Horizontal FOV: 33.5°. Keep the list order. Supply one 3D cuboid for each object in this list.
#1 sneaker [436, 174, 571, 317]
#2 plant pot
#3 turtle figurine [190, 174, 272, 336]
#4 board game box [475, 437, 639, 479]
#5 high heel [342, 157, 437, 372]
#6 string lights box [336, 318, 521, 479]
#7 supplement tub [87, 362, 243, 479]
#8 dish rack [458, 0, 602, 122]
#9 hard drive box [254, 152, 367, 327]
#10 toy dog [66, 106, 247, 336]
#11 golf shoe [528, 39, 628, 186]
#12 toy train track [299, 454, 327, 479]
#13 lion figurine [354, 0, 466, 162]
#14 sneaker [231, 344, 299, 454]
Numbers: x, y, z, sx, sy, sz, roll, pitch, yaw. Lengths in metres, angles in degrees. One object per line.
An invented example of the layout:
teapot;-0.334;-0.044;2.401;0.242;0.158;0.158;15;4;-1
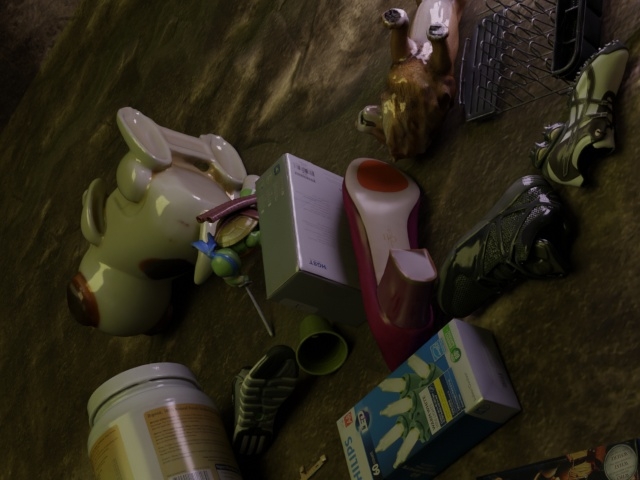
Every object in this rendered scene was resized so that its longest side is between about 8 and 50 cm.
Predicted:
sneaker;0.245;0.032;1.409;0.227;0.087;0.130;-50;32;18
plant pot;-0.003;0.160;1.706;0.083;0.083;0.079;-56;23;19
turtle figurine;-0.085;0.004;1.873;0.197;0.275;0.266;115;174;-48
board game box;0.285;0.335;1.230;0.243;0.042;0.165;-29;51;44
high heel;0.089;0.024;1.625;0.377;0.127;0.181;-98;16;-55
string lights box;0.141;0.240;1.451;0.259;0.077;0.133;-46;41;30
supplement tub;-0.251;0.383;1.744;0.228;0.228;0.316;-46;51;30
dish rack;0.289;-0.288;1.531;0.272;0.074;0.208;-16;58;51
hard drive box;0.000;0.000;1.685;0.089;0.181;0.232;-41;42;36
toy dog;-0.325;0.012;2.099;0.408;0.285;0.395;-52;55;25
golf shoe;0.359;-0.159;1.380;0.094;0.077;0.198;37;106;37
toy train track;-0.019;0.363;1.665;0.083;0.014;0.048;-49;39;27
lion figurine;0.172;-0.329;1.658;0.142;0.240;0.392;16;66;18
sneaker;-0.107;0.235;1.770;0.132;0.086;0.228;-110;36;-53
